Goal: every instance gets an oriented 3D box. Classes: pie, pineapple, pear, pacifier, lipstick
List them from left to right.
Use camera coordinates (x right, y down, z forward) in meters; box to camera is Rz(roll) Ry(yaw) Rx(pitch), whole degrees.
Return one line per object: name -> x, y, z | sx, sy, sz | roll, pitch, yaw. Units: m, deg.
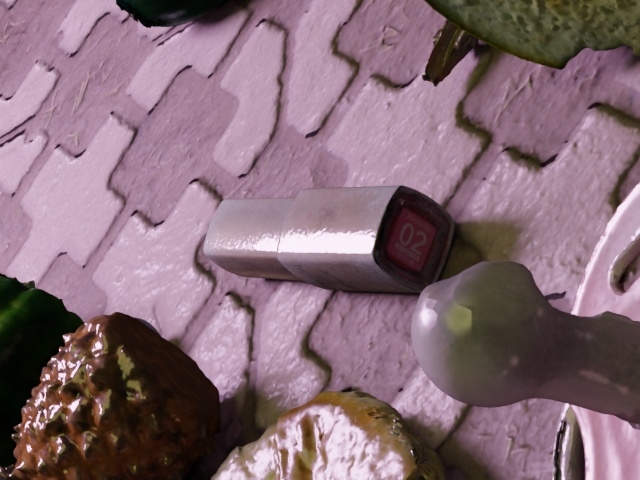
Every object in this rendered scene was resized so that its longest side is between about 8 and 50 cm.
pineapple -> -0.231, 0.227, 1.730 | 0.340, 0.169, 0.169 | -51, 34, 15
pie -> -0.013, 0.248, 1.508 | 0.306, 0.071, 0.306 | -28, 44, 31
lipstick -> 0.000, 0.000, 1.687 | 0.253, 0.079, 0.077 | -1, 64, 53
pear -> 0.221, -0.283, 1.555 | 0.292, 0.159, 0.292 | -19, 49, 24
pacifier -> 0.202, 0.084, 1.248 | 0.220, 0.273, 0.332 | -18, 48, 22

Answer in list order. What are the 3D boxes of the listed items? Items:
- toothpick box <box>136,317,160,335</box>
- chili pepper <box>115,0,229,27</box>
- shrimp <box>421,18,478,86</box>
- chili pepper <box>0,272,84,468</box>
toothpick box -> -0.192, 0.113, 1.861 | 0.083, 0.052, 0.052 | -34, 40, 33
chili pepper -> -0.161, -0.375, 2.063 | 0.257, 0.248, 0.233 | -32, 28, 18
shrimp -> 0.172, -0.210, 1.675 | 0.223, 0.047, 0.126 | -50, 44, 8
chili pepper -> -0.357, 0.195, 1.864 | 0.167, 0.213, 0.385 | -5, 50, 55
